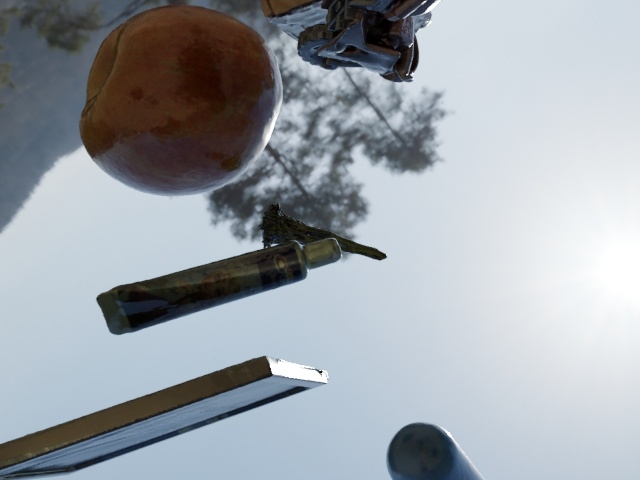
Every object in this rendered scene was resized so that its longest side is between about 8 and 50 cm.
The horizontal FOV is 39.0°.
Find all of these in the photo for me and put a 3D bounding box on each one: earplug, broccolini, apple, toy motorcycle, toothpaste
[{"bbox_3d":[0.175,0.361,1.349,0.132,0.273,0.132,-13,-130,16],"label":"earplug"},{"bbox_3d":[0.000,0.007,1.373,0.058,0.201,0.074,109,5,-51],"label":"broccolini"},{"bbox_3d":[-0.223,-0.207,1.349,0.302,0.301,0.301,-32,-162,12],"label":"apple"},{"bbox_3d":[0.060,-0.202,0.812,0.212,0.118,0.084,146,-48,-66],"label":"toy motorcycle"},{"bbox_3d":[-0.086,0.037,0.797,0.216,0.062,0.037,-15,-134,-7],"label":"toothpaste"}]

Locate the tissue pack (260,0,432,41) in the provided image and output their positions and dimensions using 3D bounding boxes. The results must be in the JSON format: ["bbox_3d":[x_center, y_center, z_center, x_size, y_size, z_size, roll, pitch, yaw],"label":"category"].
[{"bbox_3d":[0.033,-0.387,0.985,0.239,0.305,0.238,-15,172,-2],"label":"tissue pack"}]

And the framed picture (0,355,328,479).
[{"bbox_3d":[-0.133,0.140,0.709,0.260,0.023,0.189,-20,165,7],"label":"framed picture"}]
